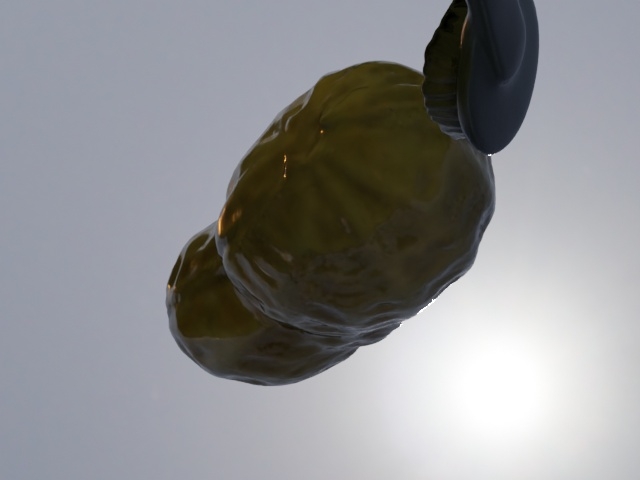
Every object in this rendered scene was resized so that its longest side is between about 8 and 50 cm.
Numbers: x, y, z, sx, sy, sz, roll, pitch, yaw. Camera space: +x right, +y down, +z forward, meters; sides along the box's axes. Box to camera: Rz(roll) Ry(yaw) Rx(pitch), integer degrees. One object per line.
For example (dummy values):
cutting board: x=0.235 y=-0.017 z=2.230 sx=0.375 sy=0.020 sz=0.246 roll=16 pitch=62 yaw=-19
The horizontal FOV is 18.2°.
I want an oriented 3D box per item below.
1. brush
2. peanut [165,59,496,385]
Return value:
brush: x=0.036 y=-0.122 z=0.615 sx=0.027 sy=0.266 sz=0.062 roll=13 pitch=-122 yaw=23
peanut: x=0.000 y=0.000 z=1.142 sx=0.147 sy=0.147 sz=0.305 roll=-55 pitch=-178 yaw=-24
